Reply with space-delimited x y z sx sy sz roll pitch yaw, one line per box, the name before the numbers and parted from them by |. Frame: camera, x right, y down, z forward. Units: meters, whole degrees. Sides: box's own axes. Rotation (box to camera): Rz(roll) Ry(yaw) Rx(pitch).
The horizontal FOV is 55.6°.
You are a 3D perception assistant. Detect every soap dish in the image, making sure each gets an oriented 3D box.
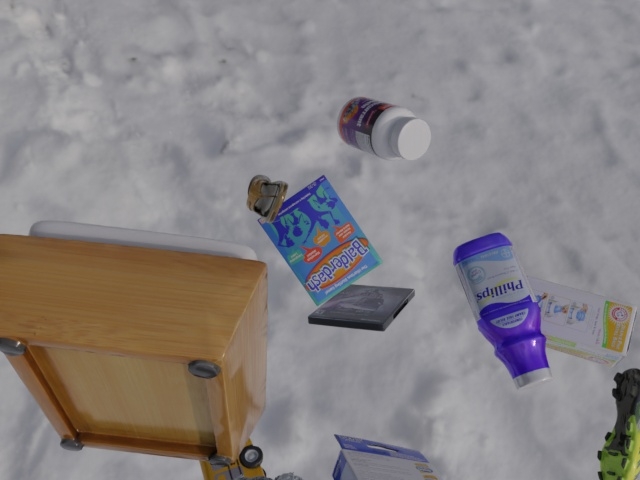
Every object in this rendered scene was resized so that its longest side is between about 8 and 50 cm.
soap dish | -0.170 0.115 0.591 0.229 0.290 0.118 7 51 0

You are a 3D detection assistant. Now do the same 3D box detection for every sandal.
sandal | -0.099 -0.076 0.999 0.049 0.072 0.180 16 9 -24

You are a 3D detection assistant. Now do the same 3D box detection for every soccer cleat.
soccer cleat | 0.672 0.413 1.288 0.121 0.093 0.289 30 64 -10

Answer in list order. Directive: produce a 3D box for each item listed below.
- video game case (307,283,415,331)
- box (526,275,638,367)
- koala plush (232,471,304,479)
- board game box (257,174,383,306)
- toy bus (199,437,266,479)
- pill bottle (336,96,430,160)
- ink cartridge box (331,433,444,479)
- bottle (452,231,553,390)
video game case | 0.113 0.168 1.565 0.196 0.026 0.274 2 15 24
box | 0.485 0.158 1.177 0.203 0.114 0.103 16 72 21
koala plush | -0.088 0.444 0.863 0.204 0.196 0.221 18 58 -29
board game box | 0.000 0.000 1.203 0.160 0.047 0.210 -35 95 2
toy bus | -0.158 0.539 1.252 0.130 0.108 0.332 -15 44 -15
pill bottle | 0.126 -0.220 1.211 0.108 0.108 0.193 -25 32 -23
ink cartridge box | 0.136 0.424 0.969 0.186 0.065 0.311 15 10 -18
bottle | 0.338 0.128 1.113 0.118 0.092 0.282 -20 65 11
